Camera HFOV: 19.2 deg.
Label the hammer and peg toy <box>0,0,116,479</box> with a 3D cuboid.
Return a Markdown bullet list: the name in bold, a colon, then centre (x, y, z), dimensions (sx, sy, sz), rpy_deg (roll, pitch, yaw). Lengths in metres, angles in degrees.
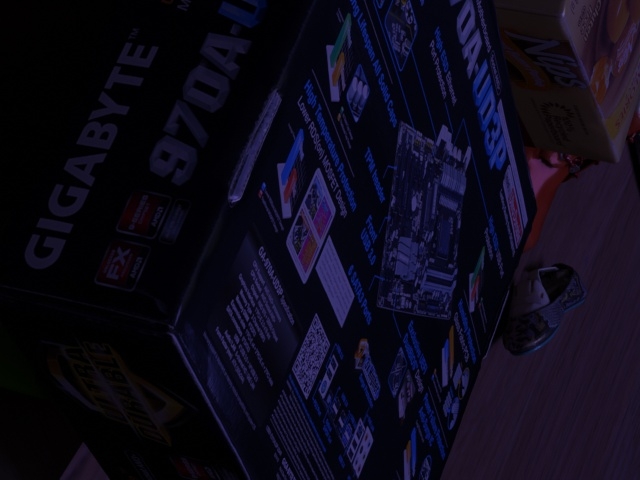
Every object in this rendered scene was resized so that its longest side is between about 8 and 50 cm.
- **hammer and peg toy**: centre (-0.092, -0.086, 0.481), dimensions (0.361, 0.127, 0.266), rpy_deg (79, 32, -45)

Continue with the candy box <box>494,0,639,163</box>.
- **candy box**: centre (0.160, -0.225, 1.066), dimensions (0.183, 0.087, 0.316), rpy_deg (53, 53, -62)

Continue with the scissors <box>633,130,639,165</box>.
- **scissors**: centre (0.238, -0.086, 1.429), dimensions (0.297, 0.021, 0.109), rpy_deg (80, 29, -46)

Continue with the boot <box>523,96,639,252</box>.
- **boot**: centre (0.149, -0.059, 1.139), dimensions (0.059, 0.084, 0.158), rpy_deg (32, 74, -69)

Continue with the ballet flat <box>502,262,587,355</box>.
- **ballet flat**: centre (0.144, 0.041, 1.252), dimensions (0.114, 0.041, 0.041), rpy_deg (-35, 133, -59)

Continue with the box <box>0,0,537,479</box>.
- **box**: centre (0.000, 0.000, 0.512), dimensions (0.220, 0.051, 0.175), rpy_deg (68, 39, -56)
